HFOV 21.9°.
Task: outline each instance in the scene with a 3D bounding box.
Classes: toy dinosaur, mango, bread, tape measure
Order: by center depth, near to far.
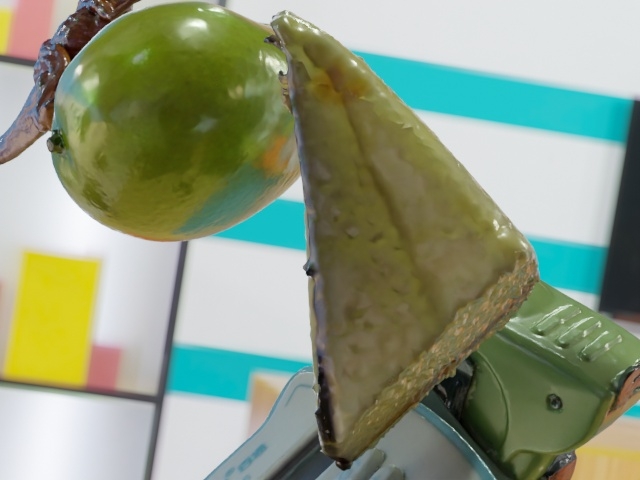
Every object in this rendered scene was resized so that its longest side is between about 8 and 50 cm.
[{"bbox_3d":[0.000,0.000,0.788,0.178,0.135,0.240,48,-2,8],"label":"bread"},{"bbox_3d":[0.104,0.091,1.097,0.200,0.175,0.106,34,36,22],"label":"tape measure"},{"bbox_3d":[-0.087,-0.083,1.222,0.149,0.185,0.273,43,17,19],"label":"mango"},{"bbox_3d":[-0.280,-0.162,1.787,0.097,0.432,0.208,42,9,-34],"label":"toy dinosaur"}]

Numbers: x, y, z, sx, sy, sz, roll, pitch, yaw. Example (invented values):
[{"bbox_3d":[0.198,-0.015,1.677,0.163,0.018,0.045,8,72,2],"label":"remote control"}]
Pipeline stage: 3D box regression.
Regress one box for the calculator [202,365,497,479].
[{"bbox_3d":[-0.014,0.198,0.898,0.054,0.256,0.386,49,-5,-17],"label":"calculator"}]
